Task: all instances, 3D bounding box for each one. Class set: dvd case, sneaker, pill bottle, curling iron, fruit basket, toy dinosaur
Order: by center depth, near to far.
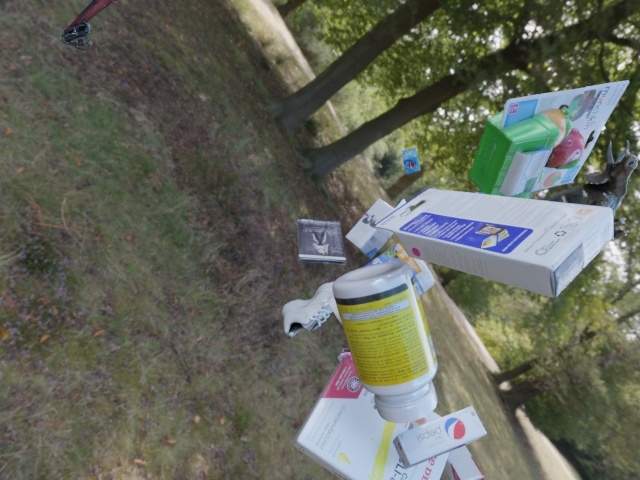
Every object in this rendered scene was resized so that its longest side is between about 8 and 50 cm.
[{"bbox_3d":[-0.468,-0.529,0.952,0.068,0.274,0.035,44,0,2],"label":"curling iron"},{"bbox_3d":[0.157,0.229,0.987,0.188,0.188,0.333,-36,111,-76],"label":"pill bottle"},{"bbox_3d":[0.595,-0.066,0.990,0.121,0.314,0.160,15,51,-36],"label":"toy dinosaur"},{"bbox_3d":[0.588,-0.234,1.112,0.326,0.354,0.165,92,-15,-47],"label":"fruit basket"},{"bbox_3d":[0.160,0.133,1.179,0.152,0.272,0.152,56,1,-2],"label":"pill bottle"},{"bbox_3d":[0.087,0.385,1.442,0.057,0.047,0.119,18,7,40],"label":"sneaker"},{"bbox_3d":[-0.007,0.246,1.486,0.111,0.297,0.129,44,27,-29],"label":"sneaker"},{"bbox_3d":[0.000,0.000,1.541,0.221,0.165,0.018,-96,-167,-48],"label":"dvd case"}]

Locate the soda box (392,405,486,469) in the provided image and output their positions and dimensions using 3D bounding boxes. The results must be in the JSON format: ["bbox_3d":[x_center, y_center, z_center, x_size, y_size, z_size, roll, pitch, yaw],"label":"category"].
[{"bbox_3d":[0.297,0.492,1.071,0.069,0.216,0.073,94,-23,-52],"label":"soda box"}]

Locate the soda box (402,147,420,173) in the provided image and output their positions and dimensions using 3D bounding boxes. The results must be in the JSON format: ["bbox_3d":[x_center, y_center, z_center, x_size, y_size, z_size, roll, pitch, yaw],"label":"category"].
[{"bbox_3d":[0.418,-0.370,1.977,0.210,0.067,0.071,-66,142,-65],"label":"soda box"}]

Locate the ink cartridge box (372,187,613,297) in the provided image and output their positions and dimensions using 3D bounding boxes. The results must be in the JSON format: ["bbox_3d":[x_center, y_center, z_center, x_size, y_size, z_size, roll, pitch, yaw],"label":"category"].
[{"bbox_3d":[0.282,-0.018,0.768,0.371,0.176,0.069,21,-42,53],"label":"ink cartridge box"}]

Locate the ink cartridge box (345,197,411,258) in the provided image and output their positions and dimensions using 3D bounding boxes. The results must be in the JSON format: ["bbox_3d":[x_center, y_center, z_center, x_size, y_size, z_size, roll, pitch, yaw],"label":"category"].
[{"bbox_3d":[0.165,-0.045,1.203,0.062,0.181,0.104,42,0,30],"label":"ink cartridge box"}]

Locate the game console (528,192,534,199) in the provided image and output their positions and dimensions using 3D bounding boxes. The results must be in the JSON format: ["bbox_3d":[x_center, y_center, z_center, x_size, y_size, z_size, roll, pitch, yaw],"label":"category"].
[{"bbox_3d":[0.646,-0.084,1.550,0.060,0.386,0.342,35,-31,8],"label":"game console"}]

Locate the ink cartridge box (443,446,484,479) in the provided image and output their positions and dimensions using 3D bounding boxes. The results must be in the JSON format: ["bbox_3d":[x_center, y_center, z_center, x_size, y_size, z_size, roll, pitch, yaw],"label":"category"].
[{"bbox_3d":[0.429,0.720,1.291,0.127,0.073,0.175,-120,-164,-61],"label":"ink cartridge box"}]

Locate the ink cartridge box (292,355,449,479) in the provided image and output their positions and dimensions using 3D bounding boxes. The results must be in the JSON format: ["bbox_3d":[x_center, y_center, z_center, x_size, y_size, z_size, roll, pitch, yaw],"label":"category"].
[{"bbox_3d":[0.156,0.564,1.232,0.385,0.279,0.160,31,-29,8],"label":"ink cartridge box"}]
